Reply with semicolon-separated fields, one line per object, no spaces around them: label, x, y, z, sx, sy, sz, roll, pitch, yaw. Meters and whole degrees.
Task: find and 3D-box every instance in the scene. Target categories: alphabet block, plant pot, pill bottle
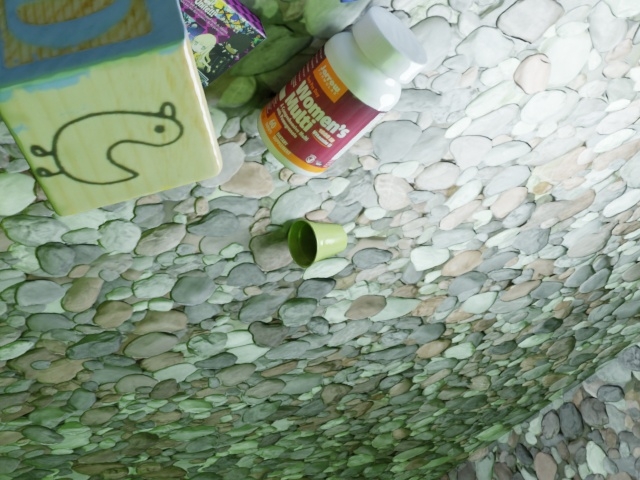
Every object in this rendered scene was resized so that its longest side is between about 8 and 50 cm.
alphabet block;-0.223;-0.173;0.857;0.192;0.193;0.197;-15;146;-4
plant pot;0.000;0.000;1.412;0.079;0.083;0.083;-9;148;-38
pill bottle;0.027;-0.193;1.092;0.121;0.121;0.221;17;133;-42

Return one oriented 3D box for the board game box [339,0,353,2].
board game box;0.160;-0.422;0.873;0.318;0.066;0.318;-15;147;-6

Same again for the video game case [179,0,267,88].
video game case;-0.213;-0.244;0.971;0.210;0.041;0.232;-33;144;21
